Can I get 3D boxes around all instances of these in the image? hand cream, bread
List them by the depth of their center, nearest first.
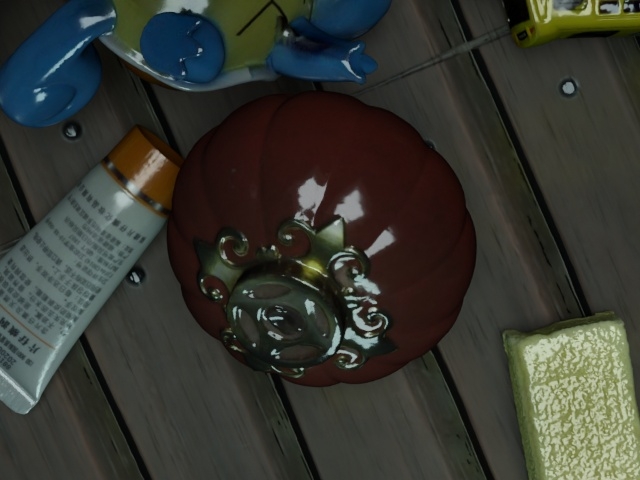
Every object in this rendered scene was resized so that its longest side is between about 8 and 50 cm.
[{"bbox_3d":[-0.253,0.028,1.458,0.139,0.089,0.314,45,93,-2],"label":"hand cream"},{"bbox_3d":[0.270,0.176,1.496,0.125,0.068,0.188,-11,91,-2],"label":"bread"}]

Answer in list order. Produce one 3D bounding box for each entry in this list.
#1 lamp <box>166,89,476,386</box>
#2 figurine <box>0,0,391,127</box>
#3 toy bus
[{"bbox_3d":[0.000,0.000,1.376,0.303,0.257,0.303,11,130,13],"label":"lamp"},{"bbox_3d":[-0.103,-0.225,1.339,0.416,0.243,0.298,-23,69,-19],"label":"figurine"},{"bbox_3d":[0.288,-0.275,1.445,0.331,0.145,0.151,-3,93,-4],"label":"toy bus"}]
